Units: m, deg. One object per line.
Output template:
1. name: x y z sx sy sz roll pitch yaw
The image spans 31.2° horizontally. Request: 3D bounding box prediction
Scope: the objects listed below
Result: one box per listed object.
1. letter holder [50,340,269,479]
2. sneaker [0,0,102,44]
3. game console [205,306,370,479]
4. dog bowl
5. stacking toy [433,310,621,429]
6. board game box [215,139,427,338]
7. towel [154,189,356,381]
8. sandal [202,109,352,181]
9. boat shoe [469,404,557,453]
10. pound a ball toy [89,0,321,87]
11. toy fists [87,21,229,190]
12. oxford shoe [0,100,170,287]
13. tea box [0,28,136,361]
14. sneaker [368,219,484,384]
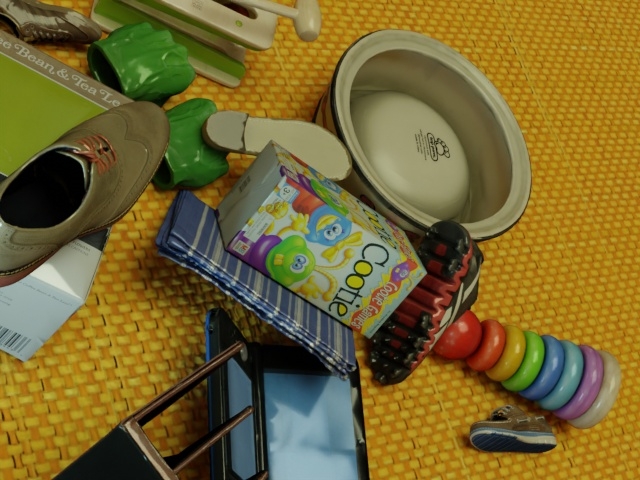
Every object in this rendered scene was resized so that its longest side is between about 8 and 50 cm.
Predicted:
1. letter holder: -0.179 0.271 1.385 0.152 0.302 0.214 53 48 2
2. sneaker: -0.427 -0.321 1.730 0.188 0.066 0.071 19 71 -18
3. game console: -0.041 0.254 1.572 0.173 0.250 0.293 -10 62 8
4. dog bowl: 0.158 -0.152 1.966 0.408 0.150 0.408 17 55 -26
5. stacking toy: 0.328 0.192 1.903 0.330 0.141 0.141 25 52 -15
6. board game box: 0.000 0.000 1.716 0.275 0.144 0.142 33 16 -25
7. towel: -0.089 0.059 1.679 0.336 0.040 0.243 37 14 -12
8. sandal: -0.073 -0.144 1.772 0.240 0.079 0.088 14 78 -20
9. boat shoe: 0.305 0.306 1.865 0.183 0.066 0.066 15 51 -39
10. pound a ball toy: -0.176 -0.385 1.831 0.319 0.208 0.136 21 54 -22
11. toy fists: -0.239 -0.206 1.763 0.142 0.096 0.279 -26 82 -35
12. oxford shoe: -0.272 -0.074 1.343 0.123 0.130 0.348 46 47 -7
13. tea box: -0.438 -0.077 1.464 0.329 0.220 0.324 28 52 -20
14. sneaker: 0.175 0.107 1.801 0.097 0.276 0.135 29 4 35
